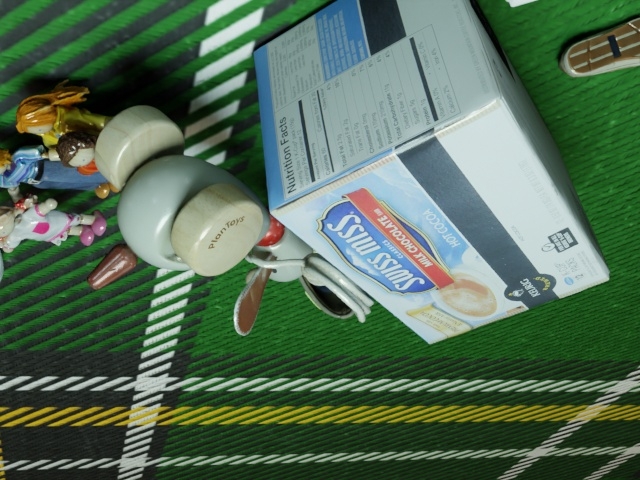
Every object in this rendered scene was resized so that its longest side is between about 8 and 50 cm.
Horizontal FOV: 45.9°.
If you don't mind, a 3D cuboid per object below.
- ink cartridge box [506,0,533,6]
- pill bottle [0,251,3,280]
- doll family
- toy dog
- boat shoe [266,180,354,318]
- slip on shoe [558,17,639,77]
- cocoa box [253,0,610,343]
[{"bbox_3d":[0.254,-0.317,0.621,0.237,0.100,0.172,-15,144,6],"label":"ink cartridge box"},{"bbox_3d":[-0.478,0.035,0.974,0.116,0.065,0.065,-8,144,-2],"label":"pill bottle"},{"bbox_3d":[-0.284,-0.087,0.823,0.263,0.118,0.163,-32,156,35],"label":"doll family"},{"bbox_3d":[-0.116,0.013,0.777,0.161,0.220,0.334,-47,134,2],"label":"toy dog"},{"bbox_3d":[0.005,-0.001,1.008,0.109,0.091,0.305,-13,144,5],"label":"boat shoe"},{"bbox_3d":[0.331,-0.211,0.838,0.135,0.051,0.041,-19,-176,0],"label":"slip on shoe"},{"bbox_3d":[0.120,-0.078,0.807,0.228,0.231,0.347,-25,141,22],"label":"cocoa box"}]
